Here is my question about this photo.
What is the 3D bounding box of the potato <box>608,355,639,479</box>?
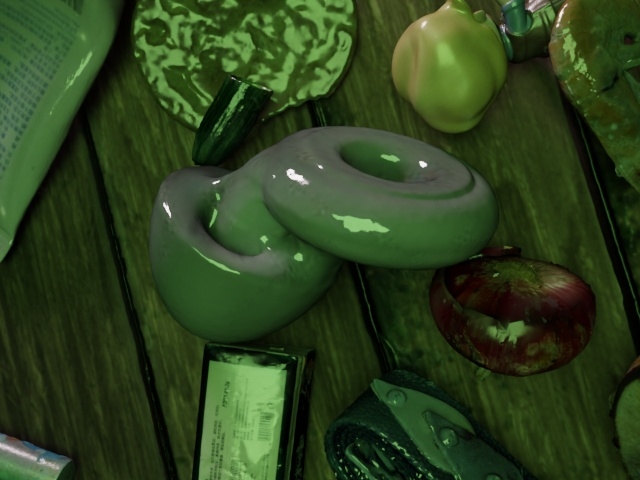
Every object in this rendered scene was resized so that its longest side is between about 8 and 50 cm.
[{"bbox_3d":[0.350,0.183,0.656,0.261,0.100,0.120,47,136,-6],"label":"potato"}]

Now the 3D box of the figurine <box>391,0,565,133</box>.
[{"bbox_3d":[0.160,-0.186,0.679,0.196,0.114,0.108,-34,73,-1],"label":"figurine"}]

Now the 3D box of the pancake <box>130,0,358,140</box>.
[{"bbox_3d":[-0.078,-0.217,0.750,0.222,0.042,0.236,44,101,0],"label":"pancake"}]

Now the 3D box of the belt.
[{"bbox_3d":[0.115,0.219,0.671,0.218,0.128,0.122,44,133,10],"label":"belt"}]

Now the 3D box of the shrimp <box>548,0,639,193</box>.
[{"bbox_3d":[0.290,-0.133,0.663,0.126,0.047,0.223,-40,105,-16],"label":"shrimp"}]

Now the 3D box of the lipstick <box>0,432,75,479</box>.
[{"bbox_3d":[-0.346,0.235,0.786,0.158,0.048,0.048,16,91,10],"label":"lipstick"}]

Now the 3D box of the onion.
[{"bbox_3d":[0.171,0.084,0.672,0.150,0.150,0.140,9,121,10],"label":"onion"}]

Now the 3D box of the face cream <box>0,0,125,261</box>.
[{"bbox_3d":[-0.337,-0.210,0.774,0.235,0.137,0.420,35,103,8],"label":"face cream"}]

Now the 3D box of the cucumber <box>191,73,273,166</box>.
[{"bbox_3d":[-0.093,-0.115,0.720,0.048,0.048,0.105,34,99,9],"label":"cucumber"}]

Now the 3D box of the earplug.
[{"bbox_3d":[-0.004,-0.011,0.666,0.325,0.214,0.175,-15,113,13],"label":"earplug"}]

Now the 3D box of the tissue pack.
[{"bbox_3d":[-0.067,0.187,0.716,0.103,0.090,0.170,7,88,10],"label":"tissue pack"}]
